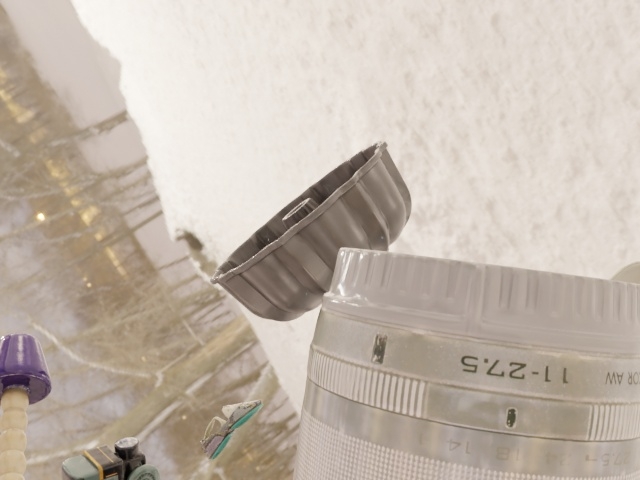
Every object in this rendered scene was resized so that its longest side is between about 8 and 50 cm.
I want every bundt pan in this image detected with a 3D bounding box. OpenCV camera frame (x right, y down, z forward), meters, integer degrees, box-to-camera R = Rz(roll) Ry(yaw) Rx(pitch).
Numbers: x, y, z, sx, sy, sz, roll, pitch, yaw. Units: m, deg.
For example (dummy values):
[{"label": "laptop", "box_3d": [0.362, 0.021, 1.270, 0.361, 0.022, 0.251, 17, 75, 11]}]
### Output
[{"label": "bundt pan", "box_3d": [0.000, 0.000, 1.080, 0.124, 0.331, 0.331, 51, 166, -10]}]

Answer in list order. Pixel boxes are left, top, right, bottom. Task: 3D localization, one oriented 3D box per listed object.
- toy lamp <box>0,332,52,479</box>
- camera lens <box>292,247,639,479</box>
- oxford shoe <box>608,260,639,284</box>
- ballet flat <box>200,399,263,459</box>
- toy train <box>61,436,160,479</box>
[{"label": "toy lamp", "box_3d": [-0.329, 0.225, 0.779, 0.080, 0.080, 0.275, 76, 179, -53]}, {"label": "camera lens", "box_3d": [0.092, 0.152, 0.476, 0.219, 0.219, 0.274, -177, 95, -72]}, {"label": "oxford shoe", "box_3d": [0.578, 0.193, 1.364, 0.169, 0.449, 0.130, 35, 145, 13]}, {"label": "ballet flat", "box_3d": [-0.126, 0.249, 0.989, 0.041, 0.114, 0.041, 38, -167, -11]}, {"label": "toy train", "box_3d": [-0.452, 0.591, 1.554, 0.142, 0.190, 0.334, 17, 109, 51]}]
